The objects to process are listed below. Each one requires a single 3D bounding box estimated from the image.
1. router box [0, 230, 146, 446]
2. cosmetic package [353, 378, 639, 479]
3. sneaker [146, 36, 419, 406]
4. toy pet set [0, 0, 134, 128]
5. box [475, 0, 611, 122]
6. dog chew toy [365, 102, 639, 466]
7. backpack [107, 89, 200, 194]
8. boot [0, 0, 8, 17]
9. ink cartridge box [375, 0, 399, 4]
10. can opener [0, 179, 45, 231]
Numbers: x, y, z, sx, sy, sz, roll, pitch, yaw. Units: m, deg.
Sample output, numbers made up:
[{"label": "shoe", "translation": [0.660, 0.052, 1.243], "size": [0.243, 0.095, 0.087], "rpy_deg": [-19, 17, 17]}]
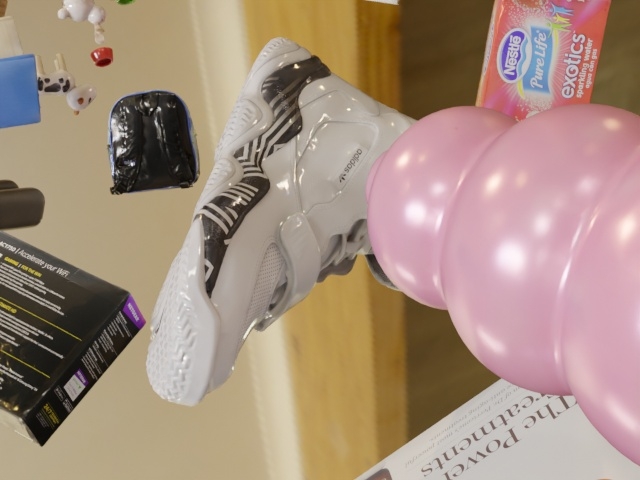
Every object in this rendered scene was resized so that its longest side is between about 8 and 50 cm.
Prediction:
[{"label": "router box", "translation": [-0.249, 0.070, 1.231], "size": [0.133, 0.179, 0.046], "rpy_deg": [-51, -34, -24]}, {"label": "cosmetic package", "translation": [0.093, 0.271, 1.158], "size": [0.377, 0.284, 0.097], "rpy_deg": [-36, -62, 6]}, {"label": "sneaker", "translation": [0.000, 0.000, 1.253], "size": [0.210, 0.366, 0.137], "rpy_deg": [22, -41, -5]}, {"label": "toy pet set", "translation": [-0.161, -0.106, 0.936], "size": [0.114, 0.065, 0.122], "rpy_deg": [-11, -20, -22]}, {"label": "box", "translation": [0.251, -0.215, 1.760], "size": [0.122, 0.128, 0.257], "rpy_deg": [10, -73, 1]}, {"label": "dog chew toy", "translation": [0.168, 0.013, 0.918], "size": [0.206, 0.332, 0.206], "rpy_deg": [-30, -49, -42]}, {"label": "backpack", "translation": [-0.193, -0.116, 1.778], "size": [0.105, 0.114, 0.084], "rpy_deg": [-6, 7, -1]}, {"label": "boot", "translation": [-0.347, -0.261, 1.093], "size": [0.295, 0.104, 0.211], "rpy_deg": [5, -87, -28]}, {"label": "ink cartridge box", "translation": [0.024, -0.297, 1.573], "size": [0.135, 0.099, 0.056], "rpy_deg": [10, -46, 10]}, {"label": "can opener", "translation": [-0.404, -0.006, 1.605], "size": [0.283, 0.076, 0.095], "rpy_deg": [-10, -67, -58]}]
